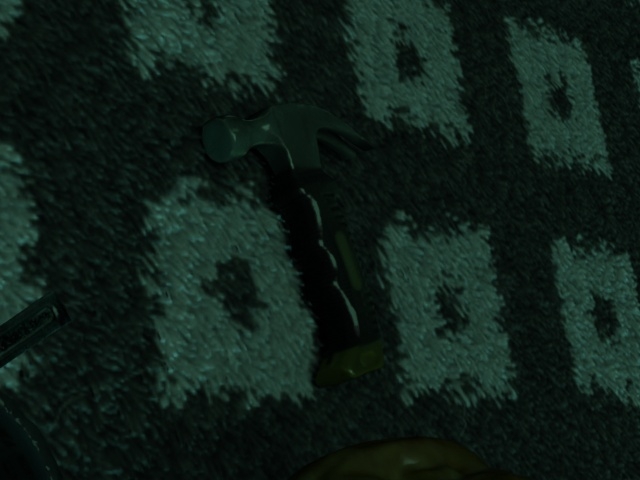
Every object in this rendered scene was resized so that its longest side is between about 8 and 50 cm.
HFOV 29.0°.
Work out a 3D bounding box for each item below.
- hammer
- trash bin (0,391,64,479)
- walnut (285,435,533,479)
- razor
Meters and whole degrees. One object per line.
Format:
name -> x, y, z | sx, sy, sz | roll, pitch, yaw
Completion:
hammer -> 0.000, 0.000, 0.987 | 0.158, 0.041, 0.226 | -10, 80, -46
trash bin -> -0.230, 0.155, 0.591 | 0.175, 0.161, 0.175 | 20, 59, -36
walnut -> 0.050, 0.265, 0.734 | 0.344, 0.306, 0.306 | 7, 68, -52
razor -> -0.176, 0.073, 0.542 | 0.190, 0.033, 0.066 | -39, 101, -48
